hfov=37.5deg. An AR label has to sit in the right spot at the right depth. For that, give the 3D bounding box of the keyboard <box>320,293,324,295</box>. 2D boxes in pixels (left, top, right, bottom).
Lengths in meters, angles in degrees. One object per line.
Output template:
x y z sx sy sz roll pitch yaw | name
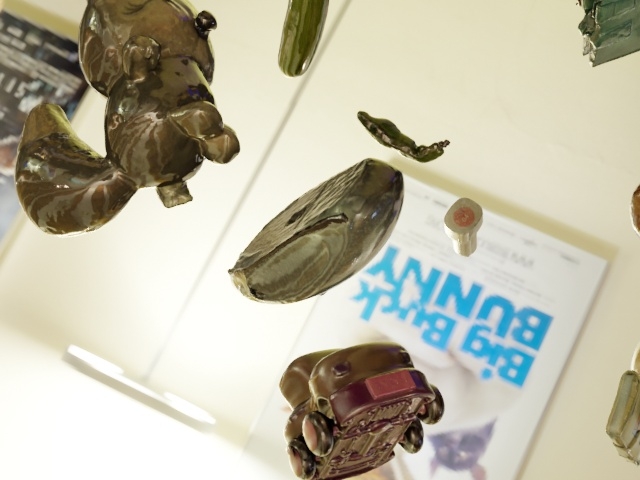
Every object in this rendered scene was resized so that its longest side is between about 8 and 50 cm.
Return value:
0.046 0.037 1.613 0.013 0.061 0.204 25 -156 16 | keyboard

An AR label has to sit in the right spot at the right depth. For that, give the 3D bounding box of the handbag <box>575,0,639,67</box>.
0.546 -0.438 1.529 0.268 0.274 0.100 67 179 -56 | handbag

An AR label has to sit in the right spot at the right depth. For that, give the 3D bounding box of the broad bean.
0.156 -0.199 1.858 0.195 0.061 0.046 21 -173 15 | broad bean

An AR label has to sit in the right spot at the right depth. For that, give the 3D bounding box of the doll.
-0.318 -0.227 1.418 0.252 0.379 0.382 71 177 -58 | doll

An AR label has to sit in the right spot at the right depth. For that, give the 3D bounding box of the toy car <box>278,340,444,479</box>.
0.053 0.291 1.757 0.271 0.240 0.340 -8 146 -27 | toy car

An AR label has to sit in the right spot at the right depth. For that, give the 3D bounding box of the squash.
-0.022 -0.359 1.498 0.066 0.066 0.252 26 139 9 | squash

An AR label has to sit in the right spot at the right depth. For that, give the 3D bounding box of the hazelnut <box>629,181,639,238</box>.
0.618 -0.049 1.651 0.154 0.143 0.143 58 -173 28 | hazelnut

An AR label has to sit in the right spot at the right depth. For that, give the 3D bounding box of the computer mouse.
0.001 0.003 1.348 0.114 0.203 0.374 44 148 -13 | computer mouse

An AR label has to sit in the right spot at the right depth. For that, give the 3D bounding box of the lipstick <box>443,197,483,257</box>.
0.244 -0.009 1.611 0.057 0.063 0.186 36 169 19 | lipstick

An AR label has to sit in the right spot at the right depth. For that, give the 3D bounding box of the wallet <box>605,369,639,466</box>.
0.490 0.282 1.468 0.039 0.110 0.155 10 156 37 | wallet

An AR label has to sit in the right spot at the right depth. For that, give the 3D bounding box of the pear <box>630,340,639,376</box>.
0.685 0.242 1.660 0.281 0.280 0.281 26 171 4 | pear
